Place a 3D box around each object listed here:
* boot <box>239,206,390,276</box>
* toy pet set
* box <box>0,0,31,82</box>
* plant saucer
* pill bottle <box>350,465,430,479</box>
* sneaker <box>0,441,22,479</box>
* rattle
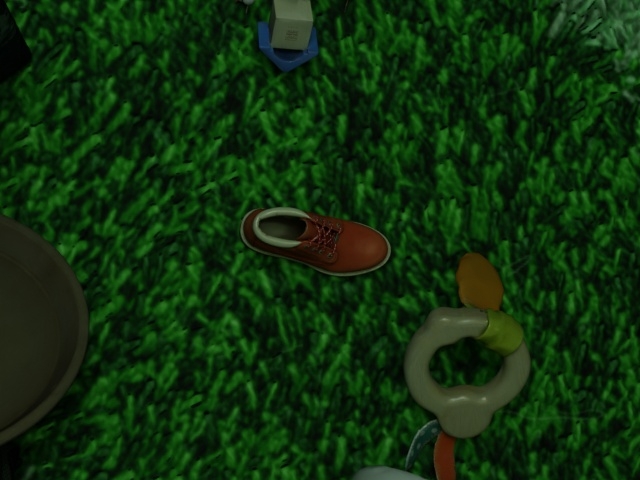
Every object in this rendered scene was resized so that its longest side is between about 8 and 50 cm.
[{"bbox_3d":[0.000,0.000,0.910,0.158,0.084,0.059,9,82,-10],"label":"boot"},{"bbox_3d":[-0.027,-0.236,0.949,0.122,0.065,0.114,3,50,-12],"label":"toy pet set"},{"bbox_3d":[-0.509,-0.151,0.642,0.480,0.472,0.297,-42,93,-10],"label":"box"},{"bbox_3d":[-0.348,0.078,0.802,0.278,0.041,0.278,12,47,-13],"label":"plant saucer"},{"bbox_3d":[0.044,0.371,0.806,0.169,0.169,0.301,31,65,-6],"label":"pill bottle"},{"bbox_3d":[-0.361,0.178,0.841,0.087,0.130,0.227,-44,65,-10],"label":"sneaker"},{"bbox_3d":[0.135,0.134,0.950,0.130,0.143,0.200,-6,122,-16],"label":"rattle"}]
